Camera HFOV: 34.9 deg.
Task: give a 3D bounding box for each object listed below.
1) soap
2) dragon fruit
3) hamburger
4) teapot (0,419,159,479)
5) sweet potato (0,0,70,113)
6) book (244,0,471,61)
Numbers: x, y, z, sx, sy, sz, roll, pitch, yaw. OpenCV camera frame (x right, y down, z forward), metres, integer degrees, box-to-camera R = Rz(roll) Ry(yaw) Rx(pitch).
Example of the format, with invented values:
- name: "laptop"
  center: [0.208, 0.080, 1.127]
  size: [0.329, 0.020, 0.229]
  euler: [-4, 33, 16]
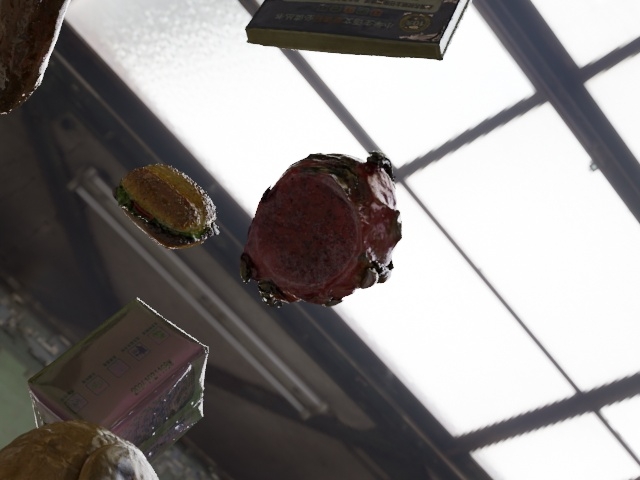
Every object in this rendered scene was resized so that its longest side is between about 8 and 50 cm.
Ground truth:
- name: "soap"
  center: [-0.263, 0.210, 1.341]
  size: [0.199, 0.138, 0.182]
  euler: [-40, 157, -34]
- name: "dragon fruit"
  center: [0.000, 0.000, 1.382]
  size: [0.282, 0.211, 0.147]
  euler: [-50, 178, 15]
- name: "hamburger"
  center: [-0.241, -0.057, 1.600]
  size: [0.137, 0.166, 0.087]
  euler: [-22, 143, -51]
- name: "teapot"
  center: [-0.239, 0.273, 1.022]
  size: [0.167, 0.311, 0.203]
  euler: [-26, -120, 27]
- name: "sweet potato"
  center: [-0.364, -0.286, 1.283]
  size: [0.291, 0.097, 0.097]
  euler: [-61, -163, 17]
- name: "book"
  center: [0.101, -0.422, 1.537]
  size: [0.300, 0.039, 0.428]
  euler: [10, -130, 21]
